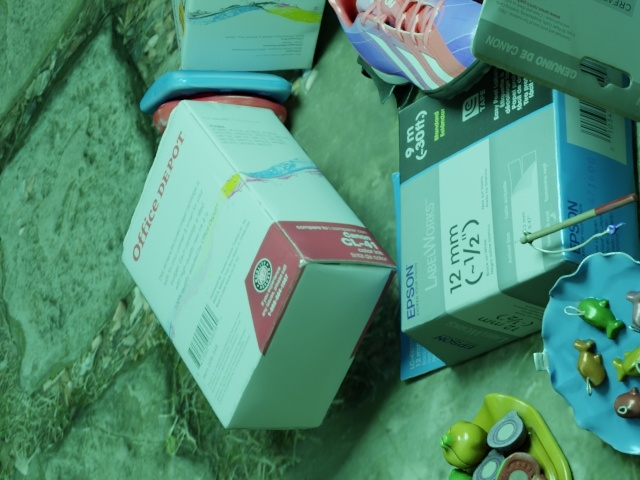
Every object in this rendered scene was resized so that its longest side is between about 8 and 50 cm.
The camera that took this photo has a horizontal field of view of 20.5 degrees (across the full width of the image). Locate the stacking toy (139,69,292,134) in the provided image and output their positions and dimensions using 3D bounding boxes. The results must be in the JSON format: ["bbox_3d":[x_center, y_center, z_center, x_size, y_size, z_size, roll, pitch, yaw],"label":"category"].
[{"bbox_3d":[-0.121,-0.051,2.156,0.175,0.166,0.302,157,112,-67],"label":"stacking toy"}]

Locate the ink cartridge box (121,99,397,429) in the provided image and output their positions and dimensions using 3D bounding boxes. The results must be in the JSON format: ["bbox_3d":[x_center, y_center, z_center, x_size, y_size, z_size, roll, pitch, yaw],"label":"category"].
[{"bbox_3d":[-0.075,0.023,1.890,0.306,0.131,0.226,55,130,43],"label":"ink cartridge box"}]

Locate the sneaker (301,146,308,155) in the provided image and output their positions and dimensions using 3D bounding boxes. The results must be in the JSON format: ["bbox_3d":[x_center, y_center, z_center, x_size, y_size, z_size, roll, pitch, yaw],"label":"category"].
[{"bbox_3d":[0.000,0.000,2.005,0.125,0.104,0.262,-28,64,40],"label":"sneaker"}]

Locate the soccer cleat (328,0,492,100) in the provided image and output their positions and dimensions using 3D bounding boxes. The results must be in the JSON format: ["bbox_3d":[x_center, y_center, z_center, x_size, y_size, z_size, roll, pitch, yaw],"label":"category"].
[{"bbox_3d":[0.096,-0.217,1.776,0.108,0.116,0.318,-51,18,-5],"label":"soccer cleat"}]

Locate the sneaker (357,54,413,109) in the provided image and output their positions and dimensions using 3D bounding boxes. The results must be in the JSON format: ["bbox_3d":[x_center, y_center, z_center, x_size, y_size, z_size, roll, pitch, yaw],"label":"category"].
[{"bbox_3d":[0.068,-0.226,2.031,0.089,0.051,0.170,-56,41,15],"label":"sneaker"}]

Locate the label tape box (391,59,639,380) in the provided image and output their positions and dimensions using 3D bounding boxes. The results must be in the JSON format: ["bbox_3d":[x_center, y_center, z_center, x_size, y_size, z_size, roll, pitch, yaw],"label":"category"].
[{"bbox_3d":[0.155,-0.027,1.769,0.348,0.115,0.249,-26,56,45],"label":"label tape box"}]

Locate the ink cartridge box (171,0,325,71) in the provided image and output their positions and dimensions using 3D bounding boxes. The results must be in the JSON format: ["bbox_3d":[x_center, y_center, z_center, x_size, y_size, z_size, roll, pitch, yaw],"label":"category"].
[{"bbox_3d":[-0.085,-0.339,2.120,0.232,0.168,0.171,103,161,-53],"label":"ink cartridge box"}]

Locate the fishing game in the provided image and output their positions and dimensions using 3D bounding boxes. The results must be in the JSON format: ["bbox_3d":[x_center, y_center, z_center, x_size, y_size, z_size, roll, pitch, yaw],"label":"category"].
[{"bbox_3d":[0.259,0.100,1.532,0.189,0.041,0.264,-22,88,47],"label":"fishing game"}]

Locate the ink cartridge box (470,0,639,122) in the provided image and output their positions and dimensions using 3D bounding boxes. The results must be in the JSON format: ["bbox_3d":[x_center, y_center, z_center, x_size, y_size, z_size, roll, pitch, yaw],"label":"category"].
[{"bbox_3d":[0.241,-0.252,1.566,0.130,0.309,0.272,13,87,56],"label":"ink cartridge box"}]

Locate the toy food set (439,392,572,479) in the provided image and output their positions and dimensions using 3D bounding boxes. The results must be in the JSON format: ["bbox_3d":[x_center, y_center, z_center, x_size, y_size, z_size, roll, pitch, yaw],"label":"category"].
[{"bbox_3d":[0.169,0.236,1.670,0.128,0.071,0.218,-56,38,24],"label":"toy food set"}]
